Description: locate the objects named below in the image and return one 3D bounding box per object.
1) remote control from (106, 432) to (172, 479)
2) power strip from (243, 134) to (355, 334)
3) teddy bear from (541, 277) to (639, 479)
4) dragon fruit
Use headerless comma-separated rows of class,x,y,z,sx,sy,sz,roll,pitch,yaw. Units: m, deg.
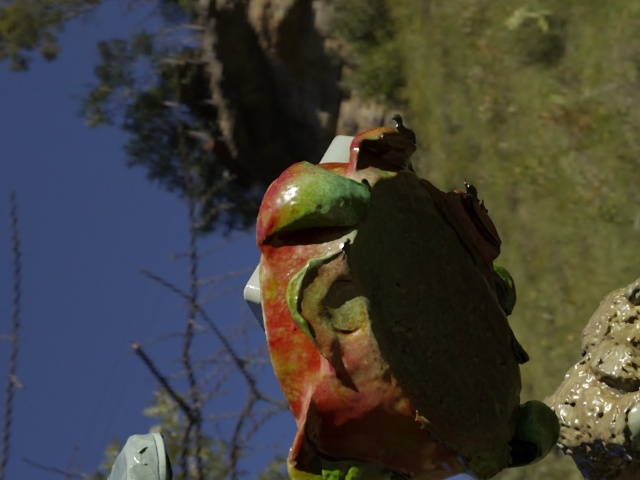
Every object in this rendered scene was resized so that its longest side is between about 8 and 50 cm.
remote control,-0.211,0.290,1.521,0.052,0.247,0.104,1,-115,-17
power strip,0.000,0.000,1.558,0.270,0.046,0.118,-60,-36,-25
teddy bear,0.373,0.167,1.624,0.256,0.156,0.267,-55,-23,-23
dragon fruit,0.054,0.064,0.971,0.295,0.130,0.268,55,-146,-15
